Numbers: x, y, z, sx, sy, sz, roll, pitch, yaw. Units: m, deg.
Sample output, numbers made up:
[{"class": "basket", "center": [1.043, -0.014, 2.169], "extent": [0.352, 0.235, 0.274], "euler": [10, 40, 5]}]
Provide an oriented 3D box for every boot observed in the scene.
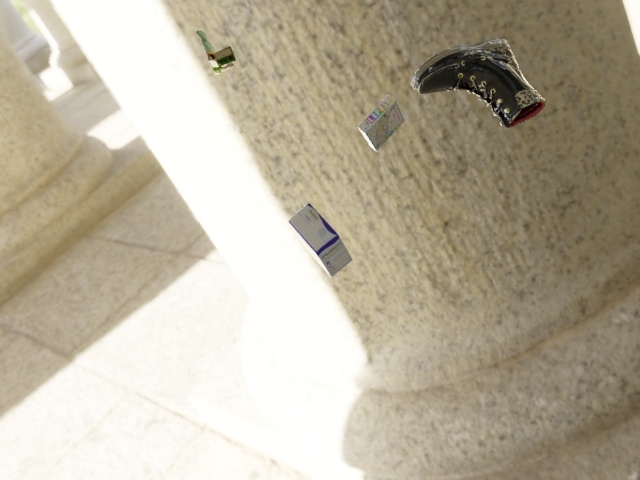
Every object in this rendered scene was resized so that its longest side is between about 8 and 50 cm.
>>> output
[{"class": "boot", "center": [0.319, -0.303, 1.568], "extent": [0.236, 0.085, 0.179], "euler": [-21, 65, -19]}]

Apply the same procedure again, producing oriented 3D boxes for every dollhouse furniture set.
[{"class": "dollhouse furniture set", "center": [-0.230, -0.428, 1.775], "extent": [0.058, 0.076, 0.152], "euler": [-23, -4, -1]}]

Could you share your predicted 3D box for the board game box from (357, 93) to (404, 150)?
[{"class": "board game box", "center": [0.145, -0.275, 1.847], "extent": [0.103, 0.026, 0.154], "euler": [-47, -17, 2]}]

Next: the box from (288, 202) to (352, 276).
[{"class": "box", "center": [0.000, 0.000, 1.888], "extent": [0.072, 0.137, 0.126], "euler": [-39, 57, -5]}]
